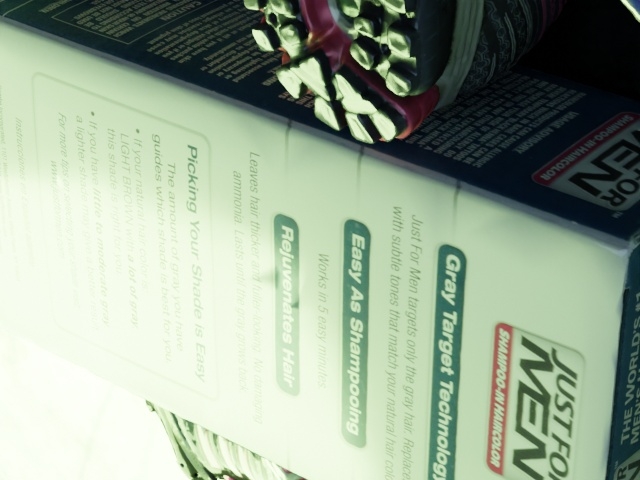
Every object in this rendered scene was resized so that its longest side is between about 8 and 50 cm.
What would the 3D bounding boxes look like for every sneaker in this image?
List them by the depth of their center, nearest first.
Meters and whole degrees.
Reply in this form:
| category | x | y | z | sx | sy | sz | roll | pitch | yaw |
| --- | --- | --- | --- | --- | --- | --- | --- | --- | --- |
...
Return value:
| category | x | y | z | sx | sy | sz | roll | pitch | yaw |
| --- | --- | --- | --- | --- | --- | --- | --- | --- | --- |
| sneaker | 0.029 | -0.187 | 0.633 | 0.121 | 0.112 | 0.299 | 30 | 136 | 38 |
| sneaker | -0.029 | 0.099 | 0.904 | 0.170 | 0.063 | 0.075 | 41 | 136 | 23 |

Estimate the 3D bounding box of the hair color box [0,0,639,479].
| category | x | y | z | sx | sy | sz | roll | pitch | yaw |
| --- | --- | --- | --- | --- | --- | --- | --- | --- | --- |
| hair color box | 0.000 | 0.000 | 0.785 | 0.347 | 0.105 | 0.174 | 22 | 127 | 32 |

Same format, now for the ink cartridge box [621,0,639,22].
| category | x | y | z | sx | sy | sz | roll | pitch | yaw |
| --- | --- | --- | --- | --- | --- | --- | --- | --- | --- |
| ink cartridge box | 0.208 | -0.139 | 0.442 | 0.303 | 0.072 | 0.307 | 56 | 129 | 25 |
